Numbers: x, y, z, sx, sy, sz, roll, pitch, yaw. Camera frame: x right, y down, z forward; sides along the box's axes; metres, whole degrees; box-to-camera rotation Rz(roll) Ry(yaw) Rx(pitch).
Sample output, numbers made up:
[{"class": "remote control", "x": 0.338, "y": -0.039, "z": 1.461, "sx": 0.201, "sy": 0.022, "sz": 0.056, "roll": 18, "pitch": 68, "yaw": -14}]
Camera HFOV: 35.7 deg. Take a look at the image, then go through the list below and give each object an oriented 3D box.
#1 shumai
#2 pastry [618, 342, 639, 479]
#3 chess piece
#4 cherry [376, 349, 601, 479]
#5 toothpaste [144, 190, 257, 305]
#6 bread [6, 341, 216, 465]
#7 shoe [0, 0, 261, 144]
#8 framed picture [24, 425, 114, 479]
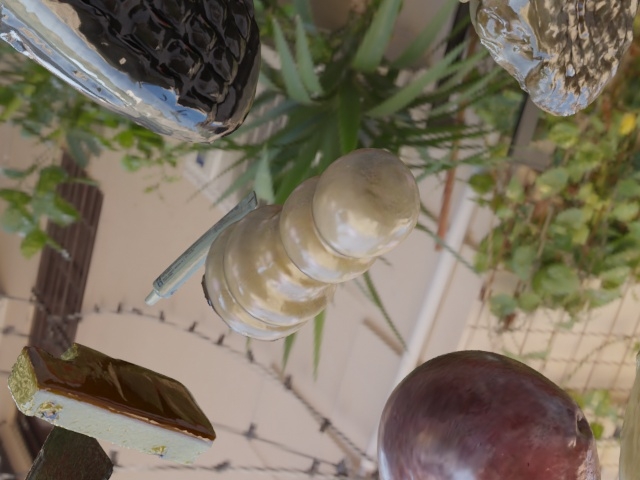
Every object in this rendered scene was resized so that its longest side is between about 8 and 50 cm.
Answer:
[{"class": "shumai", "x": 0.137, "y": -0.197, "z": 0.677, "sx": 0.161, "sy": 0.209, "sz": 0.153, "roll": -38, "pitch": -140, "yaw": -22}, {"class": "pastry", "x": 0.223, "y": 0.041, "z": 0.422, "sx": 0.133, "sy": 0.265, "sz": 0.265, "roll": 19, "pitch": -162, "yaw": 0}, {"class": "chess piece", "x": 0.000, "y": 0.000, "z": 0.988, "sx": 0.142, "sy": 0.143, "sz": 0.261, "roll": 3, "pitch": 158, "yaw": -34}, {"class": "cherry", "x": 0.184, "y": 0.241, "z": 1.059, "sx": 0.221, "sy": 0.307, "sz": 0.261, "roll": -31, "pitch": -97, "yaw": -21}, {"class": "toothpaste", "x": -0.148, "y": 0.013, "z": 1.232, "sx": 0.029, "sy": 0.197, "sz": 0.048, "roll": 42, "pitch": -168, "yaw": -23}, {"class": "bread", "x": -0.196, "y": 0.147, "z": 0.927, "sx": 0.226, "sy": 0.049, "sz": 0.088, "roll": 33, "pitch": -165, "yaw": -46}, {"class": "shoe", "x": -0.180, "y": -0.146, "z": 0.441, "sx": 0.336, "sy": 0.171, "sz": 0.132, "roll": 45, "pitch": -139, "yaw": -32}, {"class": "framed picture", "x": -0.394, "y": 0.389, "z": 1.438, "sx": 0.014, "sy": 0.255, "sz": 0.338, "roll": 29, "pitch": 173, "yaw": -24}]
